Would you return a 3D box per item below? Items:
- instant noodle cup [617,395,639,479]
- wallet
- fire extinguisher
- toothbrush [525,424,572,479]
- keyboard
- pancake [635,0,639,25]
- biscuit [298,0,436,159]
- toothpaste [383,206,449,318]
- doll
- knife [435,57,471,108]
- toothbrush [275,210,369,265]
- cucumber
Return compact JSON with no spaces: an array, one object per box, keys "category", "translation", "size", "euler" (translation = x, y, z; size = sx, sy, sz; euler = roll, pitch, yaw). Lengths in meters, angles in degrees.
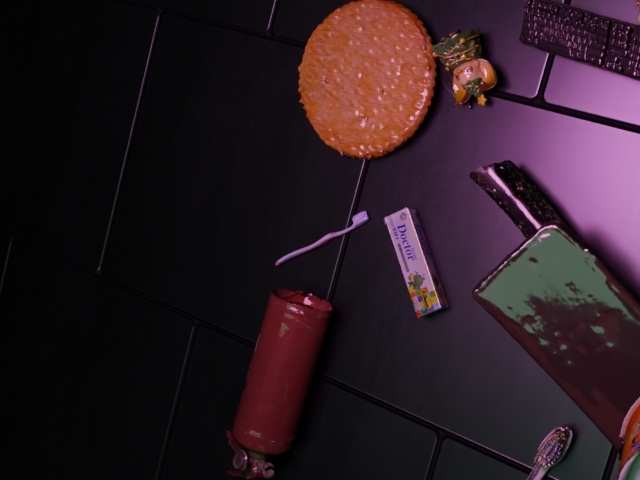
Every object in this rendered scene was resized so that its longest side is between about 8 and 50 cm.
[{"category":"instant noodle cup","translation":[0.457,0.290,1.313],"size":[0.230,0.182,0.230],"euler":[5,101,25]},{"category":"wallet","translation":[0.359,0.128,1.451],"size":[0.309,0.042,0.165],"euler":[47,110,9]},{"category":"fire extinguisher","translation":[-0.084,0.242,1.757],"size":[0.147,0.106,0.337],"euler":[32,108,56]},{"category":"toothbrush","translation":[0.245,0.429,1.563],"size":[0.035,0.042,0.413],"euler":[38,111,29]},{"category":"keyboard","translation":[0.358,-0.273,1.477],"size":[0.231,0.023,0.072],"euler":[31,118,44]},{"category":"pancake","translation":[0.495,-0.385,1.406],"size":[0.197,0.054,0.376],"euler":[40,109,22]},{"category":"biscuit","translation":[0.072,-0.251,1.690],"size":[0.254,0.035,0.254],"euler":[0,90,37]},{"category":"toothpaste","translation":[0.144,0.035,1.642],"size":[0.046,0.034,0.164],"euler":[-24,76,28]},{"category":"doll","translation":[0.218,-0.254,1.595],"size":[0.078,0.076,0.113],"euler":[-26,103,41]},{"category":"knife","translation":[0.177,-0.260,1.639],"size":[0.023,0.010,0.170],"euler":[-44,65,24]},{"category":"toothbrush","translation":[0.000,0.000,1.751],"size":[0.193,0.013,0.019],"euler":[-29,67,30]},{"category":"cucumber","translation":[0.304,-0.022,1.521],"size":[0.067,0.067,0.245],"euler":[-48,67,23]}]
